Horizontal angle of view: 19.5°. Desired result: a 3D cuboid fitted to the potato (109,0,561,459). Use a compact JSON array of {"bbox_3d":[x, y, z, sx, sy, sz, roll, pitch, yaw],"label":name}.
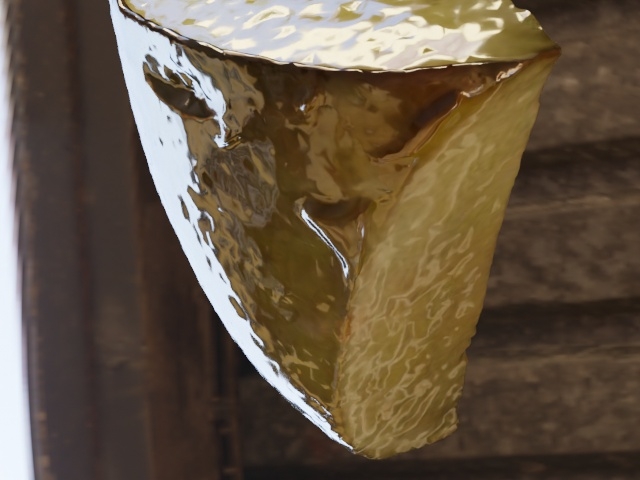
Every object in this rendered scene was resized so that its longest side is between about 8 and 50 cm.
[{"bbox_3d":[0.000,0.000,0.816,0.269,0.112,0.255,37,-34,53],"label":"potato"}]
